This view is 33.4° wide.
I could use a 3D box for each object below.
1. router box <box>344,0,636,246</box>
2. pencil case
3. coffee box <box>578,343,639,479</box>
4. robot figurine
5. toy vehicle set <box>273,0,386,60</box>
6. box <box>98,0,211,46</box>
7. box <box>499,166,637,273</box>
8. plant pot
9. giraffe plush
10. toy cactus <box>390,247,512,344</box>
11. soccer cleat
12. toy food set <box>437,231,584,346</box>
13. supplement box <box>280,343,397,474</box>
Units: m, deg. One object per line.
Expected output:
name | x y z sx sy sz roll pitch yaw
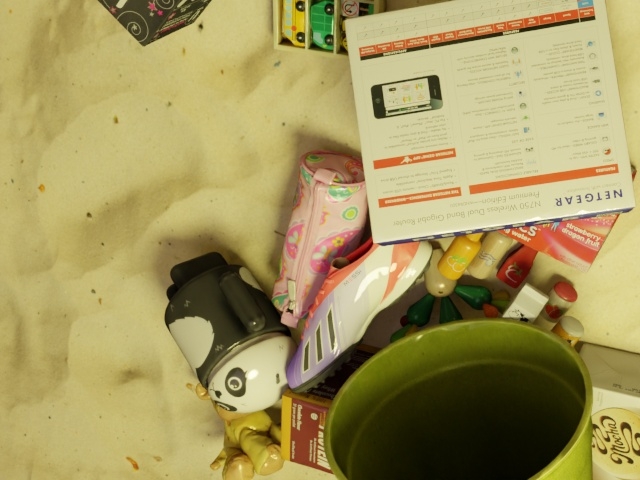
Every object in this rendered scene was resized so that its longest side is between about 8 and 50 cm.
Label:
router box | 0.215 -0.163 1.388 0.335 0.082 0.301 -7 85 10
pencil case | 0.000 0.000 1.677 0.124 0.124 0.284 23 121 14
coffee box | 0.454 0.325 1.626 0.168 0.119 0.297 12 120 20
robot figurine | -0.151 0.153 1.762 0.173 0.209 0.278 -38 65 6
toy vehicle set | 0.014 -0.393 1.519 0.166 0.035 0.267 11 119 20
box | -0.272 -0.429 1.558 0.247 0.163 0.142 44 123 -1
box | 0.292 -0.081 1.494 0.257 0.122 0.128 27 122 11
plant pot | 0.229 0.362 1.510 0.366 0.366 0.353 -3 124 27
giraffe plush | -0.131 0.312 1.895 0.210 0.181 0.170 -2 107 64
toy cactus | 0.205 0.100 1.658 0.219 0.112 0.180 -17 88 34
soccer cleat | 0.033 0.096 1.634 0.116 0.108 0.318 37 106 -12
toy food set | 0.301 0.050 1.563 0.232 0.111 0.104 34 124 6
supplement box | 0.061 0.277 1.742 0.191 0.194 0.129 13 119 19
